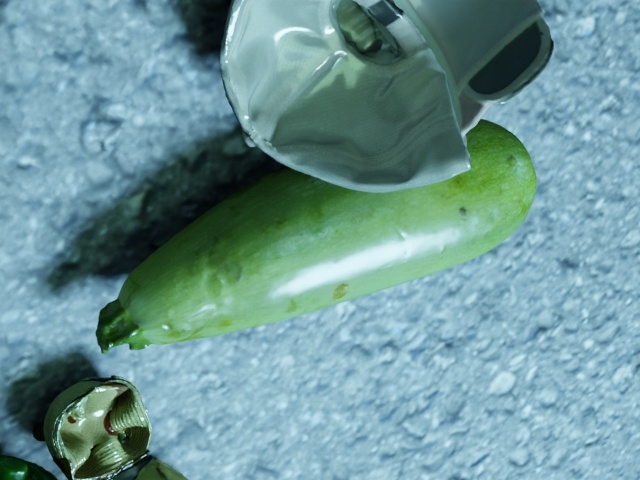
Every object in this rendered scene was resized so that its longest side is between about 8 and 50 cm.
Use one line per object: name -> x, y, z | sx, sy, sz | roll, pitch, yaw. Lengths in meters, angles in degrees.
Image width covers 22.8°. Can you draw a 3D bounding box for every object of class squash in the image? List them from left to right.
squash -> -0.001, -0.007, 1.190 | 0.371, 0.118, 0.118 | -19, 125, -21

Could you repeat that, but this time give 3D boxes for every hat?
hat -> -0.172, 0.140, 1.190 | 0.077, 0.059, 0.076 | -27, 112, -27
hat -> 0.041, -0.163, 1.151 | 0.219, 0.164, 0.226 | 53, 39, -17

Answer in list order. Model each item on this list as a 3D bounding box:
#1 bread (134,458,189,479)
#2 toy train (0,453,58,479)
bread -> -0.053, 0.301, 1.300 | 0.264, 0.168, 0.163 | 23, 101, -45
toy train -> -0.255, 0.240, 1.090 | 0.266, 0.202, 0.145 | 8, 109, -41
